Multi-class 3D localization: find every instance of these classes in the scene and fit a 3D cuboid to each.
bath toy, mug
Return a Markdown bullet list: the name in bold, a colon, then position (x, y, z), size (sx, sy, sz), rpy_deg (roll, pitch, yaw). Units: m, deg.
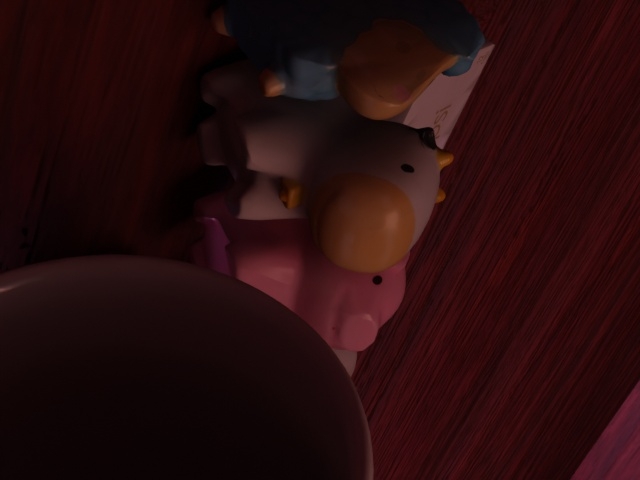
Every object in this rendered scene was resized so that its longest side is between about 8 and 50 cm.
- **bath toy**: position (0.000, 0.000, 0.935), size (0.129, 0.151, 0.348), rpy_deg (-15, 144, -23)
- **mug**: position (-0.112, 0.184, 0.878), size (0.276, 0.374, 0.328), rpy_deg (-2, 134, -1)

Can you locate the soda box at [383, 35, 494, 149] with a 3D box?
- **soda box**: position (0.032, -0.060, 1.033), size (0.074, 0.069, 0.216), rpy_deg (-26, 151, -43)
